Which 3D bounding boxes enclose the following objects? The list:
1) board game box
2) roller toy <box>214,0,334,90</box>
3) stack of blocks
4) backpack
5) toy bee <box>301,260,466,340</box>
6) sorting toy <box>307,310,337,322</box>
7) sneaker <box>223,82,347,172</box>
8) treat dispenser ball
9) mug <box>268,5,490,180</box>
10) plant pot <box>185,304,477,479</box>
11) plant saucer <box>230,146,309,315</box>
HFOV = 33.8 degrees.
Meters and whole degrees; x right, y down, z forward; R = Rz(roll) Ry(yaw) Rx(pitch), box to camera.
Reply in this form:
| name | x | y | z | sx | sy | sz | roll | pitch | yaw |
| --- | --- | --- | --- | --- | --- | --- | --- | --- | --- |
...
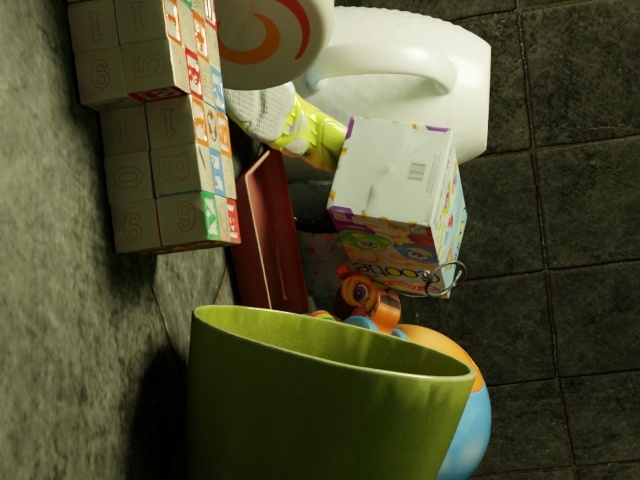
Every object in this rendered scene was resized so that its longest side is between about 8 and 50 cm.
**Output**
| name | x | y | z | sx | sy | sz | roll | pitch | yaw |
| --- | --- | --- | --- | --- | --- | --- | --- | --- | --- |
| board game box | 0.114 | -0.039 | 1.480 | 0.275 | 0.142 | 0.144 | 64 | 38 | -64 |
| roller toy | -0.080 | -0.273 | 1.156 | 0.209 | 0.191 | 0.146 | 70 | 14 | -51 |
| stack of blocks | -0.149 | -0.139 | 0.954 | 0.171 | 0.087 | 0.297 | 9 | 74 | -80 |
| backpack | 0.000 | 0.000 | 1.642 | 0.182 | 0.152 | 0.115 | 90 | 6 | -48 |
| toy bee | 0.062 | 0.120 | 1.481 | 0.162 | 0.298 | 0.195 | 48 | -4 | 43 |
| sorting toy | 0.007 | 0.202 | 1.361 | 0.046 | 0.132 | 0.274 | 44 | -51 | 46 |
| sneaker | -0.063 | -0.174 | 1.446 | 0.240 | 0.091 | 0.126 | 35 | 2 | -35 |
| treat dispenser ball | 0.124 | 0.274 | 1.653 | 0.288 | 0.288 | 0.288 | -8 | 90 | -81 |
| mug | 0.094 | -0.233 | 1.621 | 0.374 | 0.328 | 0.276 | 35 | 58 | -79 |
| plant pot | -0.016 | 0.236 | 1.006 | 0.275 | 0.274 | 0.293 | -4 | 106 | -81 |
| plant saucer | -0.073 | 0.015 | 1.416 | 0.259 | 0.047 | 0.258 | -68 | 149 | -73 |
